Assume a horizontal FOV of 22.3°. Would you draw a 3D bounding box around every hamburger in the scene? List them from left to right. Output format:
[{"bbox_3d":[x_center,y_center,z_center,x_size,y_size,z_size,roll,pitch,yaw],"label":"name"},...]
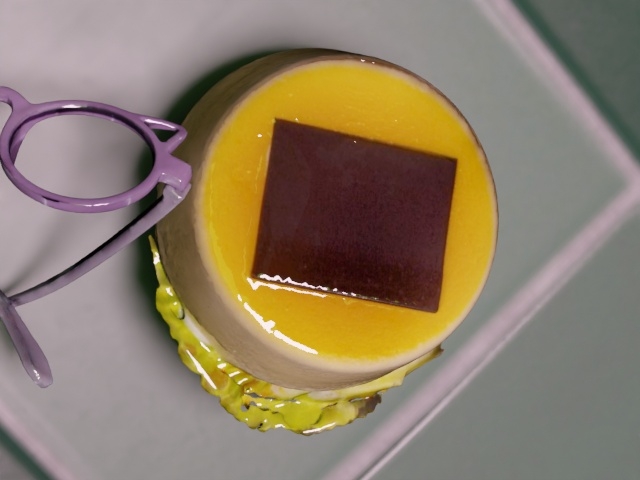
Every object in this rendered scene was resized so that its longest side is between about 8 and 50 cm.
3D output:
[{"bbox_3d":[0.000,0.000,0.593,0.126,0.081,0.141,-6,88,-19],"label":"hamburger"}]

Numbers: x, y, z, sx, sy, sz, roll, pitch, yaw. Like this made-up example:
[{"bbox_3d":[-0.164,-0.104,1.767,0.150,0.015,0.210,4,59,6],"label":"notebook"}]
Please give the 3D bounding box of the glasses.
[{"bbox_3d":[-0.116,-0.004,0.572,0.140,0.062,0.104,15,131,8],"label":"glasses"}]
